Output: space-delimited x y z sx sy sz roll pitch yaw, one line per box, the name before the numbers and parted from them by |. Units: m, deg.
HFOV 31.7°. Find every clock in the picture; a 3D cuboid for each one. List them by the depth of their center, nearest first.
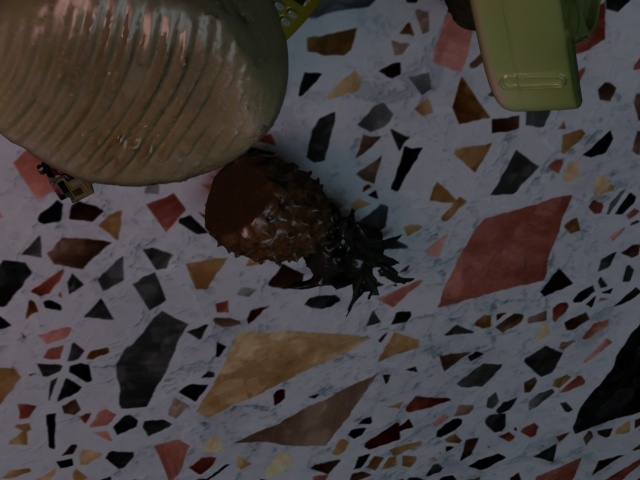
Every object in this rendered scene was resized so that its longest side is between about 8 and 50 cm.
clock | 0.261 -0.351 1.320 0.117 0.348 0.286 1 141 22

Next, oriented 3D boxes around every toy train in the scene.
toy train | -0.295 -0.109 1.463 0.138 0.050 0.087 -27 140 -3

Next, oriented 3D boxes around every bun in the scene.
bun | -0.216 -0.221 1.258 0.362 0.235 0.326 1 145 -2

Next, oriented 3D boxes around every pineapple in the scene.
pineapple | 0.001 0.002 1.625 0.165 0.165 0.364 -45 134 17

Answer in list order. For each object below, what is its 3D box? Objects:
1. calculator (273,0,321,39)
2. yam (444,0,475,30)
calculator | -0.070 -0.312 1.396 0.146 0.032 0.235 25 117 -39
yam | 0.197 -0.346 1.445 0.107 0.107 0.183 -30 137 3
